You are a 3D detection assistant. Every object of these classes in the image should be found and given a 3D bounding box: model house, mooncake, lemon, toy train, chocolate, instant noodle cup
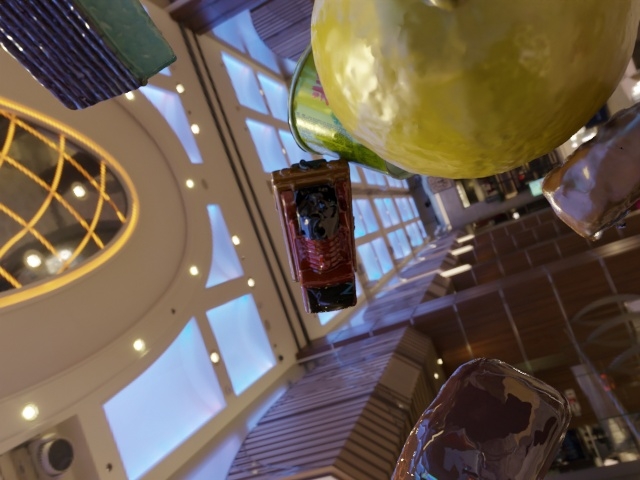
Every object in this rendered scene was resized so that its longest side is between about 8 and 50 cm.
[{"bbox_3d":[-0.439,-0.377,0.888,0.230,0.248,0.280,54,178,38],"label":"model house"},{"bbox_3d":[0.237,0.336,0.760,0.334,0.174,0.326,-2,-69,-55],"label":"mooncake"},{"bbox_3d":[0.150,-0.223,0.532,0.348,0.348,0.348,55,-157,-37],"label":"lemon"},{"bbox_3d":[0.000,0.000,1.090,0.369,0.163,0.232,82,176,-46],"label":"toy train"},{"bbox_3d":[0.335,-0.084,0.564,0.093,0.148,0.214,50,-150,13],"label":"chocolate"},{"bbox_3d":[0.118,-0.274,1.021,0.221,0.311,0.311,33,179,31],"label":"instant noodle cup"}]
